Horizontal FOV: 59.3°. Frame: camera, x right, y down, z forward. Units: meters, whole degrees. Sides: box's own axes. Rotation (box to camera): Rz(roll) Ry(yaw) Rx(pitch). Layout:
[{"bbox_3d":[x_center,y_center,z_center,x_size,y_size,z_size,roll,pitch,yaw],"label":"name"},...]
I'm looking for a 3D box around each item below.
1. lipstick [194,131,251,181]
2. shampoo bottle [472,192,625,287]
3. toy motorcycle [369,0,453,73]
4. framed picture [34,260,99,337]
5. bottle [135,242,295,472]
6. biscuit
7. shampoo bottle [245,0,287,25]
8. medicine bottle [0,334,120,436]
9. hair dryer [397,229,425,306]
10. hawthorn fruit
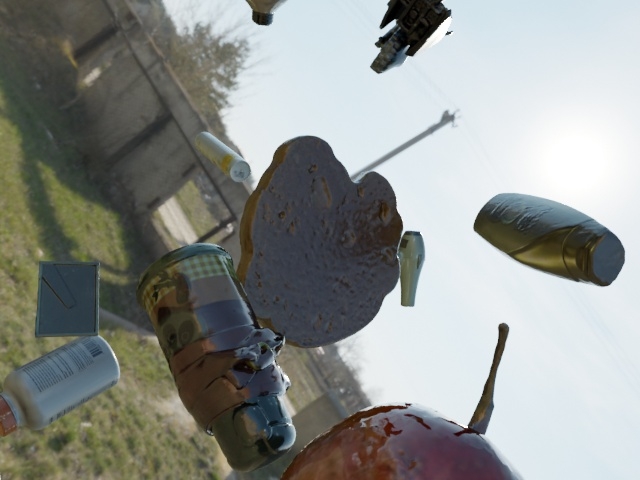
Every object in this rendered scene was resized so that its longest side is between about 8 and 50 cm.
[{"bbox_3d":[-0.258,-0.220,1.458,0.264,0.059,0.059,39,-19,50],"label":"lipstick"},{"bbox_3d":[0.384,-0.009,0.972,0.084,0.126,0.350,37,5,-15],"label":"shampoo bottle"},{"bbox_3d":[0.180,-0.388,0.924,0.106,0.159,0.270,45,-42,0],"label":"toy motorcycle"},{"bbox_3d":[-0.482,0.111,1.076,0.011,0.109,0.149,-41,-129,55],"label":"framed picture"},{"bbox_3d":[-0.114,0.137,0.681,0.271,0.143,0.156,58,-15,26],"label":"bottle"},{"bbox_3d":[0.000,0.000,1.030,0.074,0.358,0.382,-4,-83,59],"label":"biscuit"},{"bbox_3d":[-0.095,-0.520,1.012,0.078,0.127,0.257,-101,-164,-51],"label":"shampoo bottle"},{"bbox_3d":[-0.657,0.356,1.381,0.156,0.288,0.157,20,-57,34],"label":"medicine bottle"},{"bbox_3d":[0.206,0.105,1.662,0.092,0.267,0.229,10,-64,62],"label":"hair dryer"},{"bbox_3d":[0.088,0.264,0.501,0.235,0.262,0.231,61,23,-17],"label":"hawthorn fruit"}]
